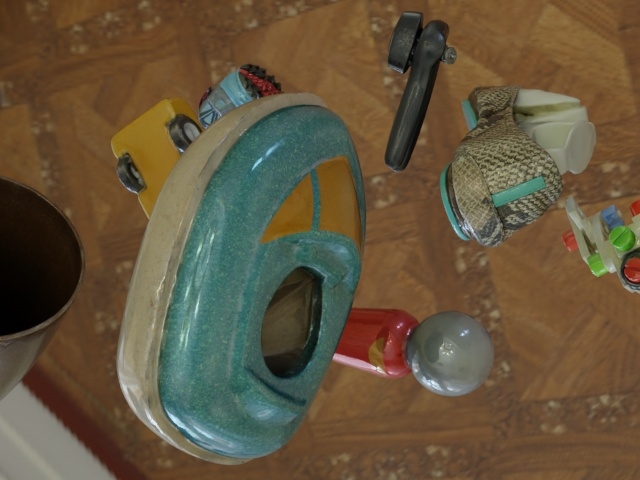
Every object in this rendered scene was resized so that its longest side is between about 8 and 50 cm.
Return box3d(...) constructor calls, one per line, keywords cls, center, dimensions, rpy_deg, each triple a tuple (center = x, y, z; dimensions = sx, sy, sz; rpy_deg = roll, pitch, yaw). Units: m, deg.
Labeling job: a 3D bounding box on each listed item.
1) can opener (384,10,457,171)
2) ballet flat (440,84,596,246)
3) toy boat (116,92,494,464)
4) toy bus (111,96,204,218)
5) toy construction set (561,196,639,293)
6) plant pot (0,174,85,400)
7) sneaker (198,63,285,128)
box3d(cls="can opener", center=(0.110, -0.170, 1.494), dimensions=(0.073, 0.059, 0.186), rpy_deg=(13, 94, 26))
box3d(cls="ballet flat", center=(0.267, -0.116, 1.657), dimensions=(0.182, 0.483, 0.164), rpy_deg=(-20, 102, 15))
box3d(cls="toy boat", center=(0.003, 0.043, 0.931), dimensions=(0.148, 0.318, 0.268), rpy_deg=(8, 76, 35))
box3d(cls="toy bus", center=(-0.116, -0.008, 1.548), dimensions=(0.108, 0.130, 0.333), rpy_deg=(-32, 84, 27))
box3d(cls="toy construction set", center=(0.444, -0.051, 1.658), dimensions=(0.327, 0.151, 0.215), rpy_deg=(-38, 58, 34))
box3d(cls="plant pot", center=(-0.370, 0.083, 1.321), dimensions=(0.215, 0.215, 0.230), rpy_deg=(46, 137, 19))
box3d(cls="sneaker", center=(-0.064, -0.113, 1.723), dimensions=(0.125, 0.104, 0.262), rpy_deg=(-25, 114, 28))
